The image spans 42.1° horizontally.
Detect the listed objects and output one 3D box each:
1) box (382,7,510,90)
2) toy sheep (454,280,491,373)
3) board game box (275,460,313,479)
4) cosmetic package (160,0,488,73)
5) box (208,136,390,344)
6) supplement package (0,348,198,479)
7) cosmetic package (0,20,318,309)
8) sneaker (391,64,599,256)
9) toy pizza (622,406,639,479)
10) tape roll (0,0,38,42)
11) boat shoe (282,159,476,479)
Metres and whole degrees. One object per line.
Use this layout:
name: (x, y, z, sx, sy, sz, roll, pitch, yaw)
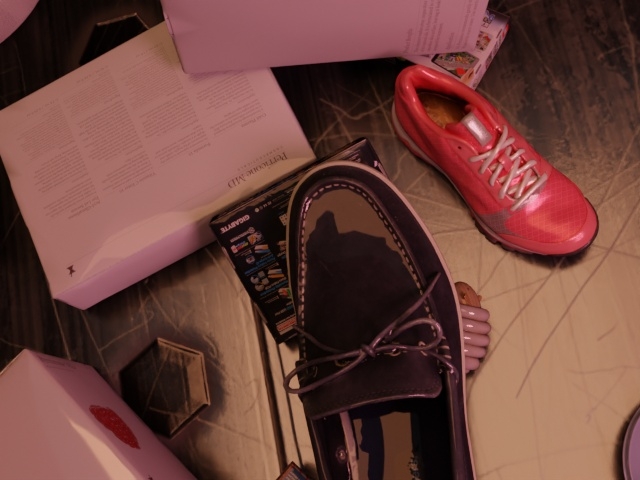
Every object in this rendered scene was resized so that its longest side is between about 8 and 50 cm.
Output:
box: (0.135, -0.284, 1.115, 0.207, 0.036, 0.114, 29, 82, 17)
toy sheep: (0.156, 0.113, 0.981, 0.091, 0.091, 0.132, 10, 91, 14)
board game box: (-0.044, 0.375, 0.944, 0.147, 0.045, 0.193, 43, 81, 5)
cosmetic package: (0.004, -0.328, 0.990, 0.385, 0.217, 0.156, -3, 69, -2)
box: (0.000, 0.000, 1.019, 0.220, 0.051, 0.175, -29, 101, 3)
supplement package: (-0.273, 0.294, 0.968, 0.293, 0.177, 0.175, 41, 86, 18)
cosmetic package: (-0.222, -0.121, 1.112, 0.377, 0.097, 0.284, -27, 69, 3)
sneaker: (0.196, -0.096, 1.000, 0.314, 0.136, 0.116, 43, 88, 18)
toy pizza: (0.431, 0.250, 0.906, 0.201, 0.032, 0.201, -2, 66, 5)
tape roll: (-0.600, -0.450, 1.293, 0.392, 0.072, 0.392, -3, 74, 11)
boat shoe: (0.063, 0.142, 0.876, 0.187, 0.156, 0.500, -13, 76, 13)
